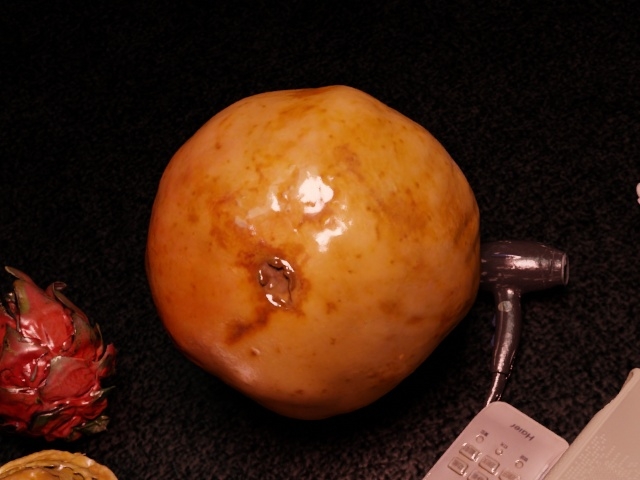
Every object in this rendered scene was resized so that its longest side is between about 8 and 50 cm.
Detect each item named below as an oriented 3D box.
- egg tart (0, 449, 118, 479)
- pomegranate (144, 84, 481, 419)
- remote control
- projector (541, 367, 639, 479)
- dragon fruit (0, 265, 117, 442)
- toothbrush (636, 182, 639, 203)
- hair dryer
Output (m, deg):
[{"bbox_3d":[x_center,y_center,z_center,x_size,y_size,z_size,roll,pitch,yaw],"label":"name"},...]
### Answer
[{"bbox_3d":[-0.330,0.334,1.402,0.241,0.106,0.241,-7,54,11],"label":"egg tart"},{"bbox_3d":[0.000,0.000,1.423,0.410,0.410,0.410,-5,56,7],"label":"pomegranate"},{"bbox_3d":[0.141,0.316,1.360,0.109,0.055,0.313,32,71,35],"label":"remote control"},{"bbox_3d":[0.330,0.263,1.269,0.177,0.163,0.242,37,57,20],"label":"projector"},{"bbox_3d":[-0.337,0.145,1.488,0.182,0.182,0.188,-34,47,-12],"label":"dragon fruit"},{"bbox_3d":[0.474,0.082,1.465,0.042,0.040,0.418,-18,51,-5],"label":"toothbrush"},{"bbox_3d":[0.194,0.101,1.492,0.195,0.075,0.219,-1,64,21],"label":"hair dryer"}]
